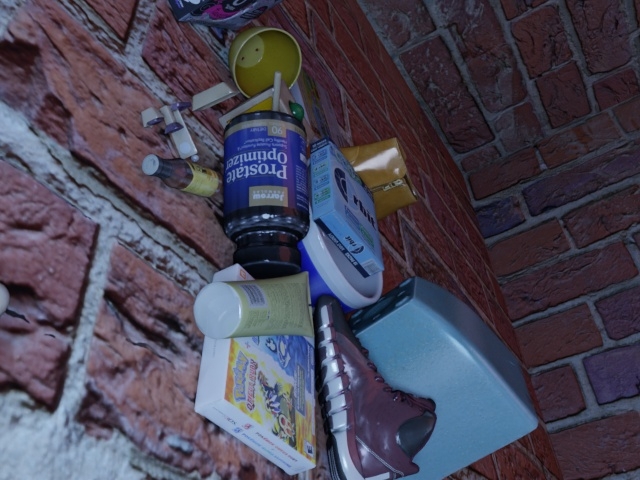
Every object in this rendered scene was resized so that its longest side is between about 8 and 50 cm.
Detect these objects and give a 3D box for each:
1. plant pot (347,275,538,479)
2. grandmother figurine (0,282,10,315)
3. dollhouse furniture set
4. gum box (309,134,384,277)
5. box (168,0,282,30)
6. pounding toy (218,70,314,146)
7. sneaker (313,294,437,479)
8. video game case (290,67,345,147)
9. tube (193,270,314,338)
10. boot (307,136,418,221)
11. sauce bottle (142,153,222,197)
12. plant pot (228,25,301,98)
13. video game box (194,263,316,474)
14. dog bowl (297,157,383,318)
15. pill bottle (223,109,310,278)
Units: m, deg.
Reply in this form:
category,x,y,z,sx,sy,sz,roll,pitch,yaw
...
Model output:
category,x,y,z,sx,sy,sz,roll,pitch,yaw
plant pot,0.165,0.209,1.027,0.252,0.248,0.247,53,16,-5
grandmother figurine,-0.280,0.050,0.340,0.208,0.104,0.342,-2,69,-38
dollhouse furniture set,-0.159,-0.155,0.828,0.081,0.114,0.091,68,18,-6
gum box,0.042,-0.056,1.006,0.157,0.041,0.184,48,26,-38
box,-0.177,-0.483,1.104,0.163,0.142,0.247,63,21,-6
pounding toy,-0.082,-0.196,1.016,0.130,0.141,0.100,59,22,-18
sneaker,0.079,0.210,0.903,0.106,0.163,0.281,108,-25,-66
video game case,-0.009,-0.301,1.477,0.206,0.026,0.226,25,46,-60
tube,-0.062,0.082,0.757,0.062,0.070,0.240,36,11,22
boot,0.045,-0.156,1.182,0.295,0.211,0.104,54,22,-27
sauce bottle,-0.177,-0.084,0.802,0.128,0.042,0.042,15,54,-66
plant pot,-0.115,-0.335,1.140,0.134,0.134,0.095,43,4,-46
video game box,-0.072,0.159,0.783,0.187,0.048,0.205,46,28,-36
dog bowl,0.000,0.000,1.052,0.265,0.104,0.264,50,26,-35
pill bottle,-0.077,-0.062,0.883,0.123,0.123,0.219,29,54,-58
